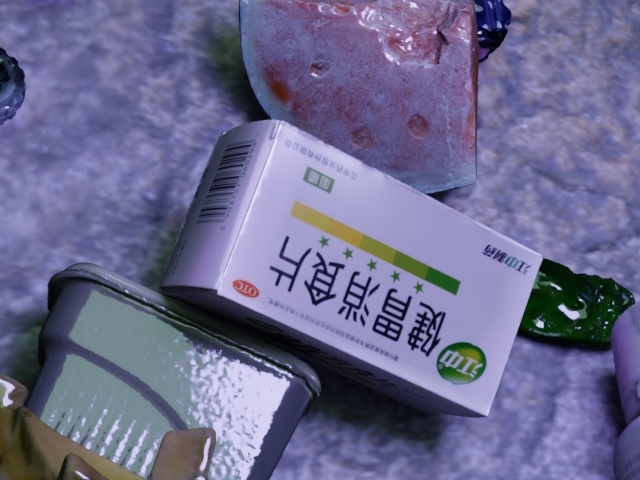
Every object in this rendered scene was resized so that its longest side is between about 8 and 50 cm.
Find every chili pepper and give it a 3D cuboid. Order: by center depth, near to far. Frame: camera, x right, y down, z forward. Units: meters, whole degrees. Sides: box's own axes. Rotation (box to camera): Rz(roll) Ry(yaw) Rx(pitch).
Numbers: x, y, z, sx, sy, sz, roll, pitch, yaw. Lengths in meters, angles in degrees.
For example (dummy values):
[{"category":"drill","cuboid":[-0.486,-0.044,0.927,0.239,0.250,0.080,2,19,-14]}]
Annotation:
[{"category":"chili pepper","cuboid":[0.229,0.054,1.596,0.224,0.061,0.098,18,63,-8]}]

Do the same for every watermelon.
[{"category":"watermelon","cuboid":[0.064,-0.196,1.617,0.318,0.226,0.148,38,29,-6]}]

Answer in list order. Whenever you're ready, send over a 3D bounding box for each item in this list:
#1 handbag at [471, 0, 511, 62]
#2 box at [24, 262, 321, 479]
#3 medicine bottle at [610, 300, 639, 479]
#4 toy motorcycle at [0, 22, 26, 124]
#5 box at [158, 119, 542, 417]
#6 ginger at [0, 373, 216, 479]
[{"category":"handbag","cuboid":[0.097,-0.297,1.739,0.260,0.113,0.162,6,65,-15]},{"category":"box","cuboid":[-0.156,0.157,1.378,0.274,0.138,0.178,23,63,1]},{"category":"medicine bottle","cuboid":[0.406,0.208,1.446,0.241,0.241,0.302,3,59,-15]},{"category":"toy motorcycle","cuboid":[-0.466,-0.186,1.488,0.327,0.143,0.188,-8,62,-29]},{"category":"box","cuboid":[0.035,0.034,1.417,0.333,0.145,0.173,26,78,-25]},{"category":"ginger","cuboid":[-0.260,0.275,1.164,0.413,0.211,0.358,-32,91,-20]}]
